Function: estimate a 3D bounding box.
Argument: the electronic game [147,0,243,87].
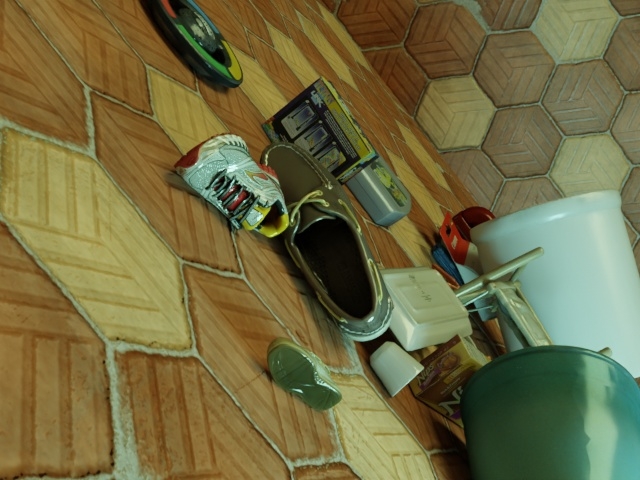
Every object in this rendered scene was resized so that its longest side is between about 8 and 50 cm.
[{"bbox_3d":[-0.209,-0.349,1.701,0.229,0.048,0.229,49,16,-19],"label":"electronic game"}]

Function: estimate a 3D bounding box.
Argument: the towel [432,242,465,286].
[{"bbox_3d":[0.301,0.061,2.353,0.119,0.029,0.067,51,15,-6],"label":"towel"}]

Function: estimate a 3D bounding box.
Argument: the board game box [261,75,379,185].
[{"bbox_3d":[-0.001,-0.172,1.749,0.170,0.141,0.048,59,16,18],"label":"board game box"}]

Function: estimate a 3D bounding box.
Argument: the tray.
[{"bbox_3d":[0.157,0.094,1.584,0.145,0.030,0.270,54,23,17],"label":"tray"}]

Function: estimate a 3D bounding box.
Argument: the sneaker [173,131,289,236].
[{"bbox_3d":[-0.103,-0.068,1.318,0.225,0.088,0.093,27,31,-58],"label":"sneaker"}]

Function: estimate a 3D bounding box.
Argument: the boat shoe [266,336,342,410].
[{"bbox_3d":[-0.024,0.147,1.161,0.135,0.050,0.045,53,8,-43],"label":"boat shoe"}]

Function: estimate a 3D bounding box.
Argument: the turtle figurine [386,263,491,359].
[{"bbox_3d":[0.175,0.125,1.723,0.217,0.087,0.269,29,35,-41],"label":"turtle figurine"}]

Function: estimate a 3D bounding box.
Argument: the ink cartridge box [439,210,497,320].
[{"bbox_3d":[0.354,0.049,2.339,0.189,0.066,0.232,-55,124,-69],"label":"ink cartridge box"}]

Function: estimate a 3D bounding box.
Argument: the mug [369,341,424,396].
[{"bbox_3d":[0.104,0.180,1.458,0.064,0.062,0.078,47,-7,8],"label":"mug"}]

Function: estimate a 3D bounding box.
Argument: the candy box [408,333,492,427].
[{"bbox_3d":[0.226,0.228,1.605,0.186,0.109,0.053,38,20,-44],"label":"candy box"}]

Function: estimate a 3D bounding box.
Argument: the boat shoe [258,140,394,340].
[{"bbox_3d":[0.001,-0.012,1.432,0.324,0.116,0.097,63,0,16],"label":"boat shoe"}]

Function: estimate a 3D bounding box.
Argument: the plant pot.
[{"bbox_3d":[0.338,0.333,1.454,0.271,0.271,0.255,45,31,-28],"label":"plant pot"}]

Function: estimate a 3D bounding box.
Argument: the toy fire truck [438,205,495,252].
[{"bbox_3d":[0.435,-0.001,2.472,0.217,0.246,0.158,53,15,-1],"label":"toy fire truck"}]

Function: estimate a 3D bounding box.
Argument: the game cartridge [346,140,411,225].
[{"bbox_3d":[0.116,-0.126,2.175,0.196,0.060,0.294,57,15,-3],"label":"game cartridge"}]

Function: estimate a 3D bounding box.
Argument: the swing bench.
[{"bbox_3d":[0.353,0.184,1.910,0.253,0.254,0.165,62,-22,24],"label":"swing bench"}]

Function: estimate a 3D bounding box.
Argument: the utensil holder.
[{"bbox_3d":[0.523,0.119,2.170,0.327,0.327,0.385,6,69,-70],"label":"utensil holder"}]
